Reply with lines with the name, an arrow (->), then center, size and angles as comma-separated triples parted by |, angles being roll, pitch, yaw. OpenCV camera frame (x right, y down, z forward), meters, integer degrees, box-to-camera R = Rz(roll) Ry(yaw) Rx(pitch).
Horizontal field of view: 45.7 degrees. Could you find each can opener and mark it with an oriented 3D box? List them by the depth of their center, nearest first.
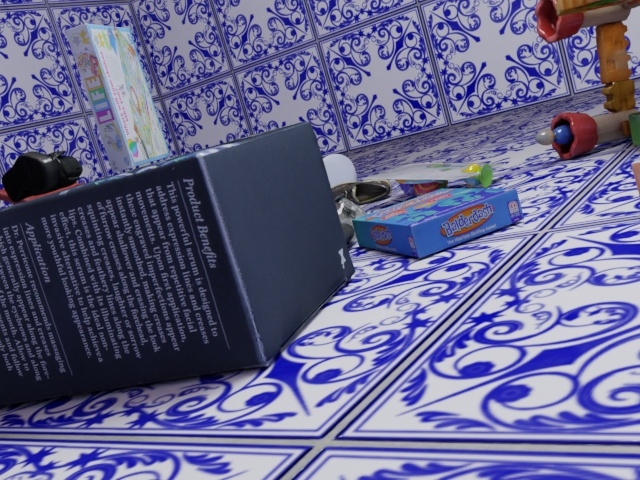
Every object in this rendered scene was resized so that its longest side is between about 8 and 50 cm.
can opener -> 0.000, 0.000, 1.167 | 0.095, 0.076, 0.283 | -48, -7, 30

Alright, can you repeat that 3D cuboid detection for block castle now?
block castle -> 0.502, -0.284, 1.186 | 0.213, 0.302, 0.453 | -12, 9, -11

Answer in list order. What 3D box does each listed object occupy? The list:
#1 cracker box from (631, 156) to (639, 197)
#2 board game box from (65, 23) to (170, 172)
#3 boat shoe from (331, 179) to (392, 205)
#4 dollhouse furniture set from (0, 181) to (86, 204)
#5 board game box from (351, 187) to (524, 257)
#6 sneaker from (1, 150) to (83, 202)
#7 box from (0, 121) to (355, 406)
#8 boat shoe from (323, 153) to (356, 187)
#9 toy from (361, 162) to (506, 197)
cracker box -> 0.470, -0.099, 0.865 | 0.156, 0.067, 0.232 | -10, 11, 40
board game box -> -0.220, -0.158, 0.839 | 0.026, 0.154, 0.103 | -14, 9, 14
boat shoe -> 0.072, -0.100, 1.592 | 0.152, 0.056, 0.049 | -15, 4, 12
dollhouse furniture set -> -0.358, -0.025, 1.329 | 0.152, 0.201, 0.374 | 17, 25, 24
board game box -> 0.156, -0.029, 1.062 | 0.160, 0.047, 0.210 | -20, 9, -17
sneaker -> -0.329, -0.086, 0.926 | 0.089, 0.051, 0.170 | -30, 11, -38
box -> -0.205, 0.023, 0.884 | 0.396, 0.211, 0.293 | -12, 10, 21
boat shoe -> -0.033, -0.107, 1.696 | 0.102, 0.108, 0.301 | -9, 20, 41
toy -> 0.211, -0.109, 1.414 | 0.237, 0.056, 0.137 | 0, 15, 45
